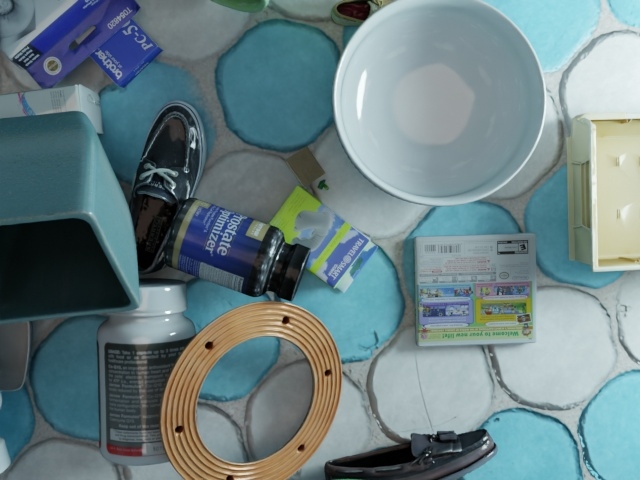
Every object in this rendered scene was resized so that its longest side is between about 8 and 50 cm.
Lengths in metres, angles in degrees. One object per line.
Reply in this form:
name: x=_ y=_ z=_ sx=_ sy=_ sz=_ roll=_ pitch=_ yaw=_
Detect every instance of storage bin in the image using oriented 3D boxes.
storage bin: x=0.562 y=-0.087 z=1.237 sx=0.262 sy=0.123 sz=0.260 roll=-2 pitch=94 yaw=0

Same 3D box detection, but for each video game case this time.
video game case: x=0.270 y=0.086 z=1.294 sx=0.212 sy=0.023 sz=0.193 roll=-2 pitch=93 yaw=-1

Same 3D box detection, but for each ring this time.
ring: x=-0.109 y=0.261 z=1.225 sx=0.336 sy=0.032 sz=0.336 roll=-7 pitch=104 yaw=-32

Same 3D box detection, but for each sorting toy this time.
sorting toy: x=-0.020 y=-0.115 z=1.270 sx=0.062 sy=0.012 sz=0.083 roll=-37 pitch=94 yaw=-38

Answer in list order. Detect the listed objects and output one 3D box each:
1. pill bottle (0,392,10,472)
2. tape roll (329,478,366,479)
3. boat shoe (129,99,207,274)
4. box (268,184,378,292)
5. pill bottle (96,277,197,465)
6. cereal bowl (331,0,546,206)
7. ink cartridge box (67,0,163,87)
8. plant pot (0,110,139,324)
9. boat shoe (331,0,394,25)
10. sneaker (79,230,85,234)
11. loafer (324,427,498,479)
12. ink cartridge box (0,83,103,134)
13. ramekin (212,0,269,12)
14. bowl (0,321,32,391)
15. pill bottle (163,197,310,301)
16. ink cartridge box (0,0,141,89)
pill bottle: x=-0.625 y=0.211 z=1.147 sx=0.210 sy=0.210 sz=0.363 roll=-18 pitch=93 yaw=1
tape roll: x=0.050 y=0.552 z=1.243 sx=0.321 sy=0.077 sz=0.321 roll=1 pitch=113 yaw=2
boat shoe: x=-0.267 y=-0.089 z=1.238 sx=0.108 sy=0.102 sz=0.301 roll=16 pitch=93 yaw=-1
box: x=0.000 y=0.000 z=1.277 sx=0.178 sy=0.042 sz=0.109 roll=37 pitch=93 yaw=-2
pill bottle: x=-0.286 y=0.210 z=1.227 sx=0.161 sy=0.161 sz=0.283 roll=0 pitch=93 yaw=-1
cereal bowl: x=0.184 y=-0.222 z=1.216 sx=0.339 sy=0.141 sz=0.339 roll=0 pitch=93 yaw=0
ink cartridge box: x=-0.375 y=-0.368 z=1.249 sx=0.097 sy=0.046 sz=0.207 roll=-42 pitch=93 yaw=3
plant pot: x=-0.411 y=-0.053 z=1.102 sx=0.247 sy=0.248 sz=0.252 roll=-5 pitch=54 yaw=1
boat shoe: x=0.086 y=-0.386 z=1.253 sx=0.135 sy=0.045 sz=0.050 roll=-5 pitch=94 yaw=0
sneaker: x=-0.456 y=0.041 z=1.245 sx=0.226 sy=0.086 sz=0.163 roll=26 pitch=82 yaw=8
loafer: x=0.151 y=0.379 z=1.273 sx=0.302 sy=0.109 sz=0.095 roll=-23 pitch=89 yaw=4
ink cartridge box: x=-0.461 y=-0.202 z=1.217 sx=0.175 sy=0.127 sz=0.072 roll=-8 pitch=93 yaw=0
ramekin: x=-0.177 y=-0.499 z=1.124 sx=0.303 sy=0.303 sz=0.148 roll=29 pitch=86 yaw=-2
bowl: x=-0.565 y=0.182 z=1.277 sx=0.142 sy=0.053 sz=0.142 roll=7 pitch=94 yaw=-1
pill bottle: x=-0.133 y=0.020 z=1.208 sx=0.219 sy=0.123 sz=0.123 roll=19 pitch=93 yaw=2
ink cartridge box: x=-0.447 y=-0.397 z=1.201 sx=0.223 sy=0.045 sz=0.224 roll=-40 pitch=93 yaw=4
